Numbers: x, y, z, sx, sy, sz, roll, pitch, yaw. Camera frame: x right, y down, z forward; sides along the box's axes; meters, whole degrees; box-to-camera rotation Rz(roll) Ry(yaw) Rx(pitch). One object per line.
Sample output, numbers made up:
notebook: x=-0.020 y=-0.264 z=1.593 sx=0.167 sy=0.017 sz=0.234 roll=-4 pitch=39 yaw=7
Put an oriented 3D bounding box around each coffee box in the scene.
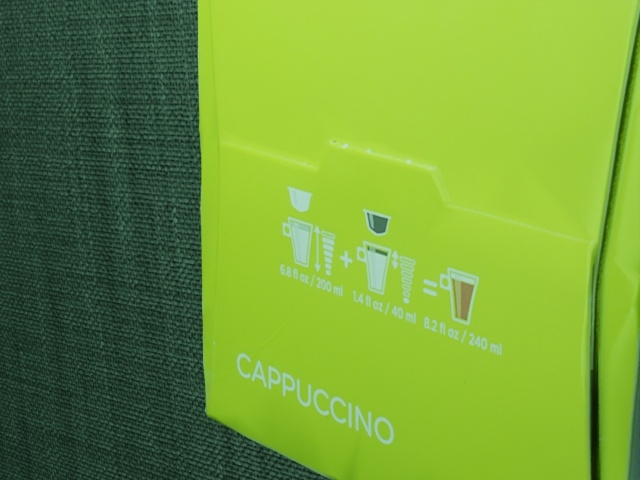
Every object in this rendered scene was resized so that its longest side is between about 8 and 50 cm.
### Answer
coffee box: x=0.152 y=-0.035 z=0.869 sx=0.337 sy=0.334 sz=0.338 roll=18 pitch=113 yaw=45
